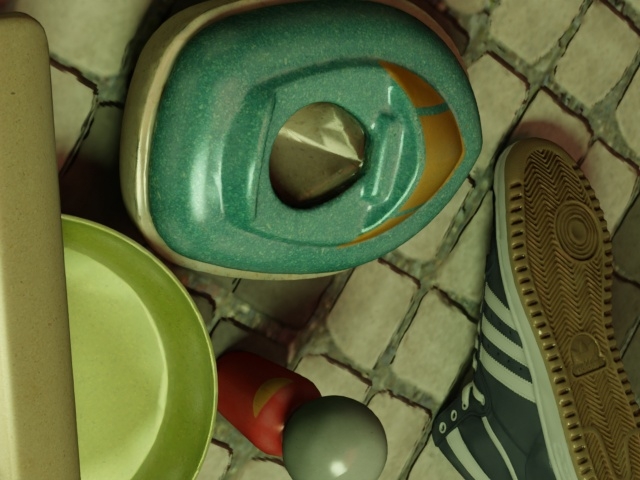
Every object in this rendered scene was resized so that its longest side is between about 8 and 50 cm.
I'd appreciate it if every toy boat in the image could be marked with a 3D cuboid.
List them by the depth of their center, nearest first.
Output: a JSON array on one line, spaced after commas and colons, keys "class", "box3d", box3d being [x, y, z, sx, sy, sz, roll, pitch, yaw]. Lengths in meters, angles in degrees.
[{"class": "toy boat", "box3d": [0.000, 0.000, 1.036, 0.267, 0.148, 0.318, -9, 114, -37]}]

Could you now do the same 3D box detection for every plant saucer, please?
[{"class": "plant saucer", "box3d": [-0.180, 0.095, 0.967, 0.241, 0.037, 0.241, -6, 106, -19]}]

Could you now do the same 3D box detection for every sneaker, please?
[{"class": "sneaker", "box3d": [0.147, 0.073, 1.242, 0.099, 0.153, 0.282, -9, 85, -34]}]

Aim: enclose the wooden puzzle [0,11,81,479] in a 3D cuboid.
[{"class": "wooden puzzle", "box3d": [-0.298, 0.054, 0.835, 0.348, 0.080, 0.322, -12, 116, -25]}]
